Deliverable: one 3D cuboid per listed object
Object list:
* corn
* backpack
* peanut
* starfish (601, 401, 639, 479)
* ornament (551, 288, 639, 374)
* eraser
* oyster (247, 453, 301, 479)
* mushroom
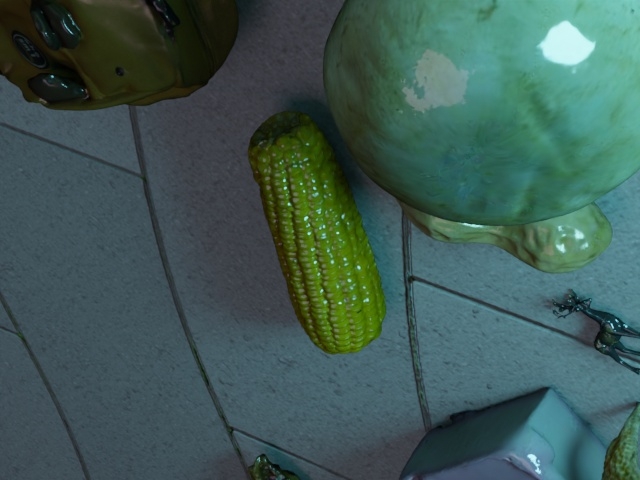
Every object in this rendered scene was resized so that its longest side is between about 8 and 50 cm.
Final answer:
[{"bbox_3d":[0.000,0.000,2.019,0.120,0.120,0.363,13,140,31],"label":"corn"},{"bbox_3d":[-0.274,-0.288,1.872,0.378,0.201,0.353,-2,133,47],"label":"backpack"},{"bbox_3d":[0.183,-0.042,1.804,0.274,0.125,0.111,21,130,23],"label":"peanut"},{"bbox_3d":[0.470,0.376,1.956,0.384,0.132,0.398,-25,98,17],"label":"starfish"},{"bbox_3d":[0.321,0.102,1.928,0.125,0.028,0.073,26,143,14],"label":"ornament"},{"bbox_3d":[0.307,0.376,2.165,0.359,0.122,0.272,47,144,-13],"label":"eraser"},{"bbox_3d":[-0.005,0.454,2.581,0.129,0.078,0.345,-24,112,29],"label":"oyster"},{"bbox_3d":[0.171,-0.165,1.560,0.352,0.260,0.352,0,143,0],"label":"mushroom"}]
